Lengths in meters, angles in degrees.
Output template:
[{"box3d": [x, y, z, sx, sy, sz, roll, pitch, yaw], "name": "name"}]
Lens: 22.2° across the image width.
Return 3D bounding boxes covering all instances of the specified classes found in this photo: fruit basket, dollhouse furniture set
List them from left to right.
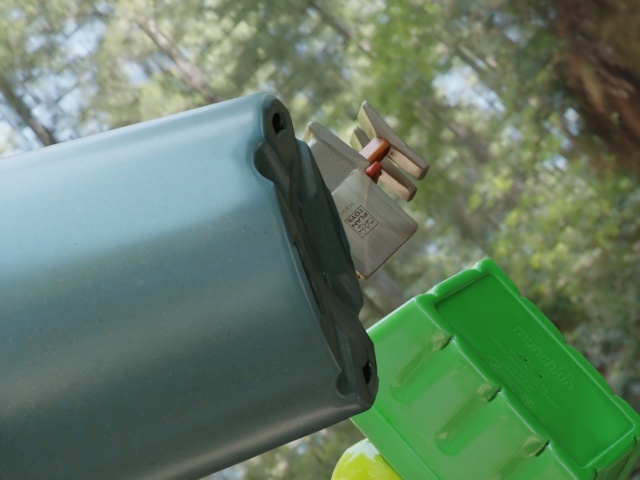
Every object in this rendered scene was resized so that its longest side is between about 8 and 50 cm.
[{"box3d": [0.000, 0.000, 1.529, 0.262, 0.135, 0.259, -44, -7, -15], "name": "dollhouse furniture set"}, {"box3d": [0.154, 0.261, 1.959, 0.283, 0.392, 0.392, -25, -38, -47], "name": "fruit basket"}]

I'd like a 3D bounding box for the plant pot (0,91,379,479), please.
[{"box3d": [-0.151, 0.056, 1.245, 0.334, 0.341, 0.341, -19, -37, 9], "name": "plant pot"}]
